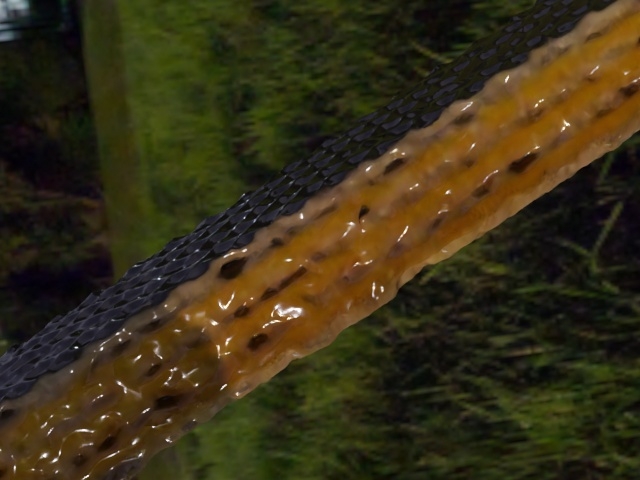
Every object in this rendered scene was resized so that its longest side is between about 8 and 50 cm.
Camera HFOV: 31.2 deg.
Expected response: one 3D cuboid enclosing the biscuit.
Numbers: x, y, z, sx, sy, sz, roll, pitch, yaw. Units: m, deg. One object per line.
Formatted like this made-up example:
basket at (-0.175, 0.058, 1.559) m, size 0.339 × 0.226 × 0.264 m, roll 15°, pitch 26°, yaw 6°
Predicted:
biscuit at (0.000, 0.000, 0.452) m, size 0.054 × 0.379 × 0.094 m, roll 57°, pitch 178°, yaw -14°
